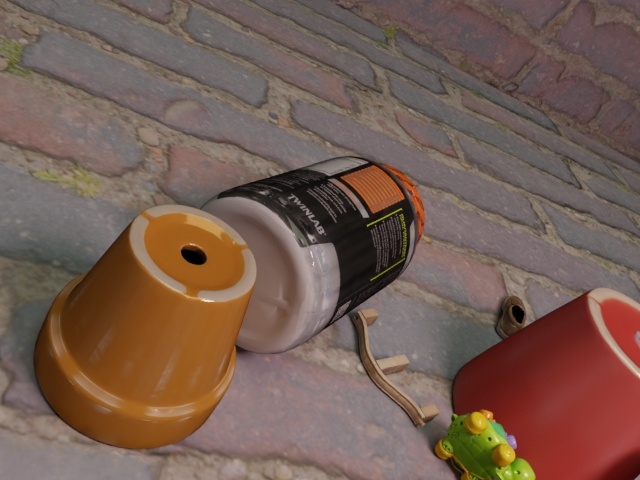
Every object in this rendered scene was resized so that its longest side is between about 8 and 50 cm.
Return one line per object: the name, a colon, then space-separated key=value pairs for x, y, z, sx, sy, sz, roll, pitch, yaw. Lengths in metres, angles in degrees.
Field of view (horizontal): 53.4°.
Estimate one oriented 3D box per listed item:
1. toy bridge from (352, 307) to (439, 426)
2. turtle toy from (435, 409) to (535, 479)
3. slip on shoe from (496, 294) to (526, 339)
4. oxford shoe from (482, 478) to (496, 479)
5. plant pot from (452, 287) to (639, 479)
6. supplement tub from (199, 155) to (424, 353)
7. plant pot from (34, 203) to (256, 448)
toy bridge: x=0.095 y=0.177 z=0.894 sx=0.063 sy=0.026 sz=0.188 roll=-1 pitch=48 yaw=-39
turtle toy: x=0.216 y=0.272 z=0.816 sx=0.066 sy=0.095 sz=0.130 roll=-22 pitch=64 yaw=-46
slip on shoe: x=0.357 y=0.134 z=1.166 sx=0.051 sy=0.041 sz=0.135 roll=41 pitch=34 yaw=9
oxford shoe: x=0.307 y=0.412 z=0.739 sx=0.364 sy=0.130 sz=0.132 roll=33 pitch=64 yaw=-15
plant pot: x=0.369 y=0.215 z=0.894 sx=0.275 sy=0.243 sz=0.274 roll=24 pitch=34 yaw=-18
supplement tub: x=0.000 y=0.000 z=0.867 sx=0.207 sy=0.207 sz=0.338 roll=45 pitch=34 yaw=15
plant pot: x=-0.161 y=0.073 z=0.649 sx=0.205 sy=0.188 sz=0.205 roll=24 pitch=35 yaw=-18
